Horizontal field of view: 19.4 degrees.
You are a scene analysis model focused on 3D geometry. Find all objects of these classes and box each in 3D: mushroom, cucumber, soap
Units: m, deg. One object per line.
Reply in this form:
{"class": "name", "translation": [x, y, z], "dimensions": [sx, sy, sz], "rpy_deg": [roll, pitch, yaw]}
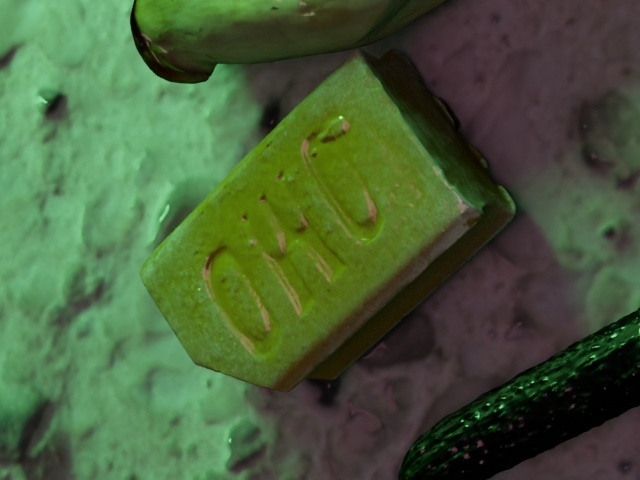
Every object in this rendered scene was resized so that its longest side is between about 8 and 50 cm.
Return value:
{"class": "mushroom", "translation": [0.023, -0.174, 1.178], "dimensions": [0.333, 0.087, 0.107], "rpy_deg": [-10, 70, 28]}
{"class": "cucumber", "translation": [0.131, 0.110, 1.163], "dimensions": [0.214, 0.058, 0.052], "rpy_deg": [-33, 113, 32]}
{"class": "soap", "translation": [0.000, 0.000, 1.219], "dimensions": [0.232, 0.073, 0.140], "rpy_deg": [-43, 69, 28]}
